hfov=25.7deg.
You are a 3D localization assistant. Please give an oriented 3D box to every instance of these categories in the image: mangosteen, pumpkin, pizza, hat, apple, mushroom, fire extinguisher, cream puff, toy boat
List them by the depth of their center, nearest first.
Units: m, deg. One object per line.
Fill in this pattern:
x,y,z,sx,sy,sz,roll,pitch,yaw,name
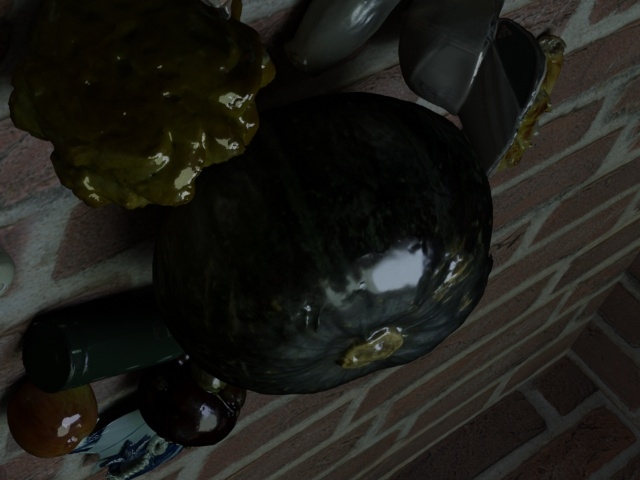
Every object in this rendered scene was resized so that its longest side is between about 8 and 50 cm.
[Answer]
-0.171,-0.147,1.339,0.244,0.244,0.196,-27,167,-38,cream puff
0.071,-0.323,1.621,0.109,0.097,0.351,-13,147,-50,mushroom
0.000,0.000,1.767,0.454,0.344,0.454,-21,160,-8,pumpkin
0.190,-0.213,1.822,0.161,0.275,0.232,-14,166,-4,hat
-0.262,0.124,1.896,0.095,0.115,0.311,-9,180,35,fire extinguisher
-0.361,0.234,1.905,0.126,0.102,0.126,-38,159,-17,apple
-0.196,0.223,2.134,0.172,0.172,0.184,-11,108,-55,mangosteen
-0.314,0.325,2.242,0.291,0.070,0.210,-14,140,-48,toy boat
0.316,-0.198,2.351,0.223,0.089,0.323,-35,158,-31,pizza

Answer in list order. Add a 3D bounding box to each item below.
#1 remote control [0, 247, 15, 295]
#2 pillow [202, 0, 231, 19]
-0.421,0.055,1.520,0.221,0.042,0.078,-16,148,-52,remote control
-0.130,-0.313,1.185,0.067,0.173,0.270,-7,166,14,pillow
